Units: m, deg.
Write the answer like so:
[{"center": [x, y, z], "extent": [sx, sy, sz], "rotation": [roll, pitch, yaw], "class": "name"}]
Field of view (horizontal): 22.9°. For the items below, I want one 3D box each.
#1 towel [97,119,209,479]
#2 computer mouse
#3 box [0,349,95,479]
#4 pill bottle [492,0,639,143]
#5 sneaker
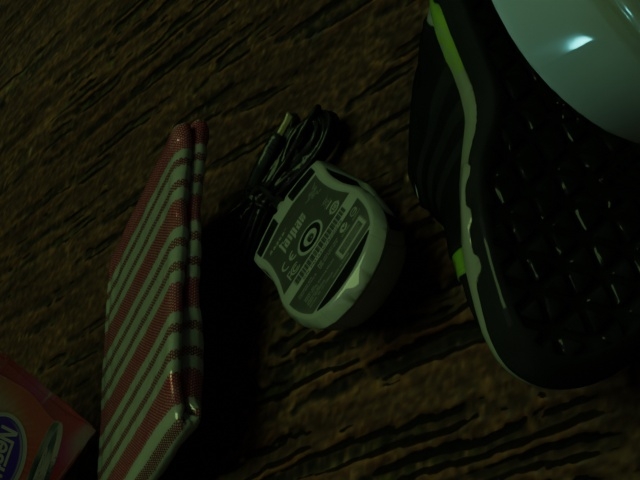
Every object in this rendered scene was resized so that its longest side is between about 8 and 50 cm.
[{"center": [-0.088, 0.050, 0.858], "extent": [0.144, 0.029, 0.197], "rotation": [123, 152, -50], "class": "towel"}, {"center": [0.000, 0.000, 0.777], "extent": [0.106, 0.042, 0.193], "rotation": [-56, 25, 7], "class": "computer mouse"}, {"center": [-0.283, 0.178, 0.922], "extent": [0.300, 0.142, 0.154], "rotation": [-44, 8, 41], "class": "box"}, {"center": [0.185, -0.139, 0.457], "extent": [0.283, 0.160, 0.160], "rotation": [-29, 46, 47], "class": "pill bottle"}, {"center": [0.082, -0.025, 0.649], "extent": [0.097, 0.084, 0.235], "rotation": [111, 163, -48], "class": "sneaker"}]
